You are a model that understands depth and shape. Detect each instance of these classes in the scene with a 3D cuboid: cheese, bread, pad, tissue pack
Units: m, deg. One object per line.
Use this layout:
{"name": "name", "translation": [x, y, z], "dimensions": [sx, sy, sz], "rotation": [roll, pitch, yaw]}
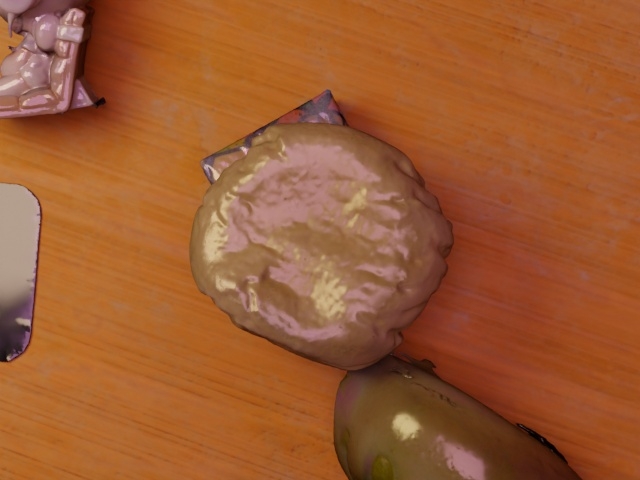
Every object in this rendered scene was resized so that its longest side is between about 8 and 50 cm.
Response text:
{"name": "cheese", "translation": [0.000, 0.000, 1.336], "dimensions": [0.226, 0.117, 0.214], "rotation": [31, 88, 3]}
{"name": "bread", "translation": [0.113, 0.212, 1.332], "dimensions": [0.260, 0.156, 0.158], "rotation": [32, 88, 24]}
{"name": "pad", "translation": [-0.414, 0.026, 1.476], "dimensions": [0.267, 0.004, 0.181], "rotation": [4, 86, 6]}
{"name": "tissue pack", "translation": [-0.029, -0.062, 1.421], "dimensions": [0.148, 0.060, 0.108], "rotation": [-28, 85, 3]}

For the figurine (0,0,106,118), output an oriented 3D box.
{"name": "figurine", "translation": [-0.279, -0.232, 1.414], "dimensions": [0.141, 0.162, 0.237], "rotation": [1, 103, 1]}
